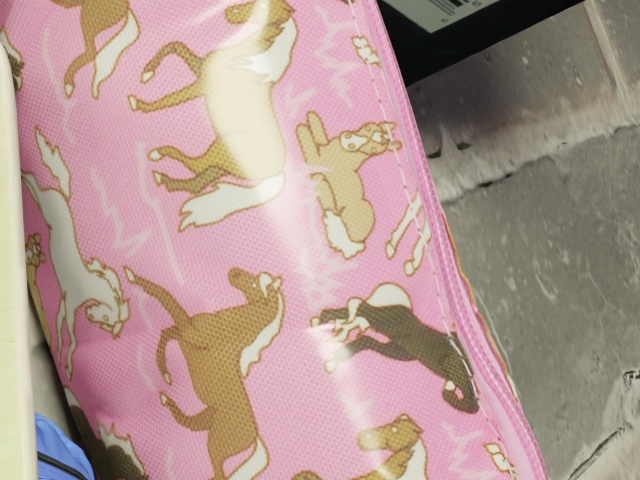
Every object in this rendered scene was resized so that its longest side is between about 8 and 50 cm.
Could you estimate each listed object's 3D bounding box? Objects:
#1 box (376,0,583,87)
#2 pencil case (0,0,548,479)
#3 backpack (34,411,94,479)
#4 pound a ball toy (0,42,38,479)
[{"bbox_3d":[0.040,-0.317,0.880,0.212,0.293,0.395,23,47,-56],"label":"box"},{"bbox_3d":[-0.036,-0.027,0.679,0.160,0.167,0.386,-13,84,-33],"label":"pencil case"},{"bbox_3d":[-0.106,0.107,0.536,0.098,0.101,0.120,43,34,-54],"label":"backpack"},{"bbox_3d":[-0.166,-0.004,0.430,0.208,0.136,0.319,70,9,-62],"label":"pound a ball toy"}]
